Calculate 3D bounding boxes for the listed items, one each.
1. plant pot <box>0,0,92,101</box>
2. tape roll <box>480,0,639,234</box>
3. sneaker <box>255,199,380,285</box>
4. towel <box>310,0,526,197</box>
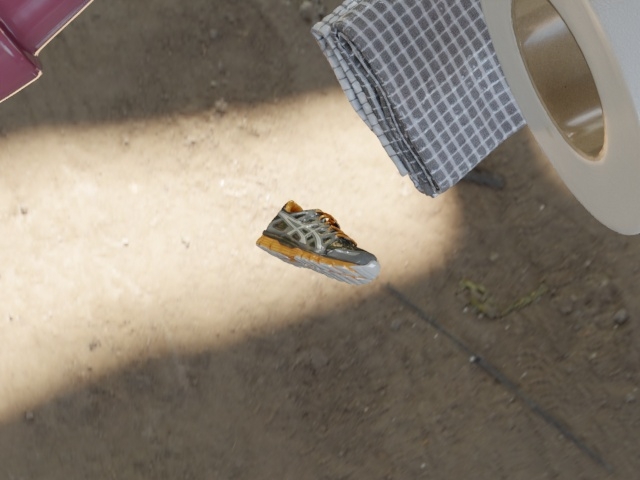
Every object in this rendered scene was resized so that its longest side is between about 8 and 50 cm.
[{"bbox_3d":[-0.163,-0.189,0.623,0.180,0.201,0.201,-33,74,-2],"label":"plant pot"},{"bbox_3d":[0.281,-0.191,1.334,0.072,0.392,0.392,-26,72,-4],"label":"tape roll"},{"bbox_3d":[0.000,0.000,1.679,0.214,0.084,0.083,19,79,43],"label":"sneaker"},{"bbox_3d":[0.155,-0.223,1.607,0.235,0.121,0.284,-43,112,-21],"label":"towel"}]
